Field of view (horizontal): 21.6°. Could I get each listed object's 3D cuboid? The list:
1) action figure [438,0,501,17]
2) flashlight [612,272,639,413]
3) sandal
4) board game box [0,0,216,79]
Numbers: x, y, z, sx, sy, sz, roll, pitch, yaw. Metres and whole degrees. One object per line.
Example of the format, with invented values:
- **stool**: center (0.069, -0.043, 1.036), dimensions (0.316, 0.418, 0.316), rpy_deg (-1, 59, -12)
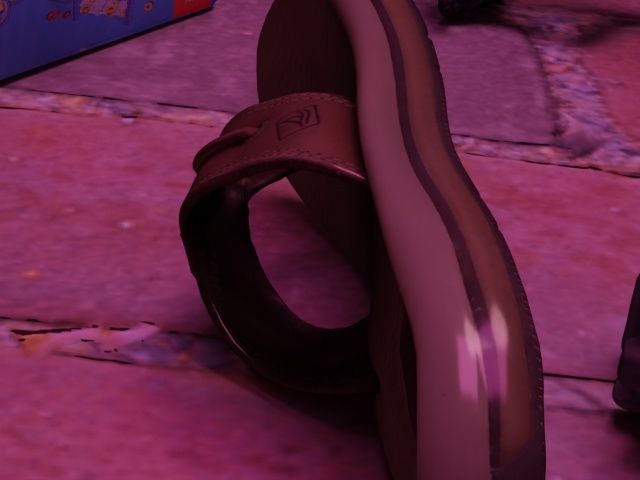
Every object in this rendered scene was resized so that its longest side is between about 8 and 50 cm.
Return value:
- **action figure**: center (0.197, -0.168, 0.854), dimensions (0.275, 0.164, 0.141), rpy_deg (-2, 7, 3)
- **flashlight**: center (0.243, 0.046, 0.488), dimensions (0.304, 0.103, 0.103), rpy_deg (14, 30, 10)
- **sandal**: center (0.000, -0.001, 0.512), dimensions (0.086, 0.120, 0.303), rpy_deg (-9, 28, -2)
- **board game box**: center (-0.253, -0.158, 0.788), dimensions (0.301, 0.086, 0.308), rpy_deg (21, 29, 26)
